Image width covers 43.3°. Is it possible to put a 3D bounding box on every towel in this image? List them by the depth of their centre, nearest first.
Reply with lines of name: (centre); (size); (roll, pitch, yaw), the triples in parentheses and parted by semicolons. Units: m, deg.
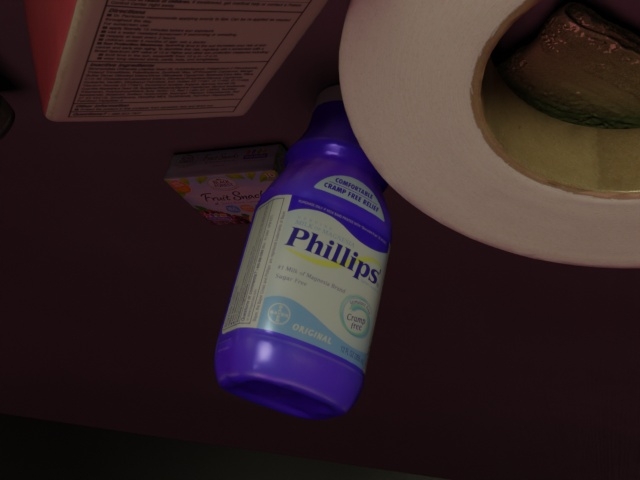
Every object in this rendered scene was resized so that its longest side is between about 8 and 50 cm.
towel: (0.217, -0.121, 0.621); (0.148, 0.027, 0.110); (21, 153, -15)

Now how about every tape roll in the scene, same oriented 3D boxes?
tape roll: (0.208, -0.117, 0.529); (0.392, 0.072, 0.392); (8, 144, 6)

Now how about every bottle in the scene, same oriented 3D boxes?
bottle: (0.000, 0.000, 0.673); (0.118, 0.282, 0.092); (26, 151, -22)

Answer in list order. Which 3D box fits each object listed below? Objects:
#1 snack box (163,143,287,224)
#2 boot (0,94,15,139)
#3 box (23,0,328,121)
snack box: (-0.083, -0.057, 0.875); (0.141, 0.037, 0.100); (-2, 148, 29)
boot: (-0.437, -0.185, 0.758); (0.263, 0.091, 0.229); (0, 146, 17)
box: (-0.087, -0.180, 0.485); (0.149, 0.126, 0.232); (-6, 163, -28)
